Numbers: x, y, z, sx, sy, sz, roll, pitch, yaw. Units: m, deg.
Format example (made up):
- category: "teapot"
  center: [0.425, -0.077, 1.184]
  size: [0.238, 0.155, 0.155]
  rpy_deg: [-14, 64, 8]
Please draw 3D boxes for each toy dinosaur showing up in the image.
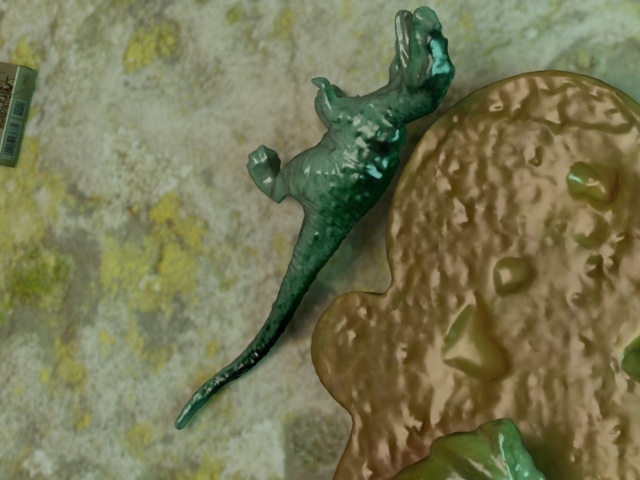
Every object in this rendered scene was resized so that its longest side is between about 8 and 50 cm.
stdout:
- category: "toy dinosaur"
  center: [-0.012, -0.032, 1.234]
  size: [0.129, 0.076, 0.383]
  rpy_deg: [-105, 34, -43]

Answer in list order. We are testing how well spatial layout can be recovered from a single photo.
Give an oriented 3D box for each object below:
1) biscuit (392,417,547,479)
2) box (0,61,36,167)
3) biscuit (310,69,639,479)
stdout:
- category: "biscuit"
  center: [0.109, 0.259, 1.074]
  size: [0.187, 0.036, 0.273]
  rpy_deg: [-35, 86, 31]
- category: "box"
  center: [-0.266, -0.104, 1.432]
  size: [0.053, 0.024, 0.083]
  rpy_deg: [12, 91, 34]
- category: "biscuit"
  center: [0.122, 0.066, 1.135]
  size: [0.275, 0.052, 0.355]
  rpy_deg: [13, 90, 32]
